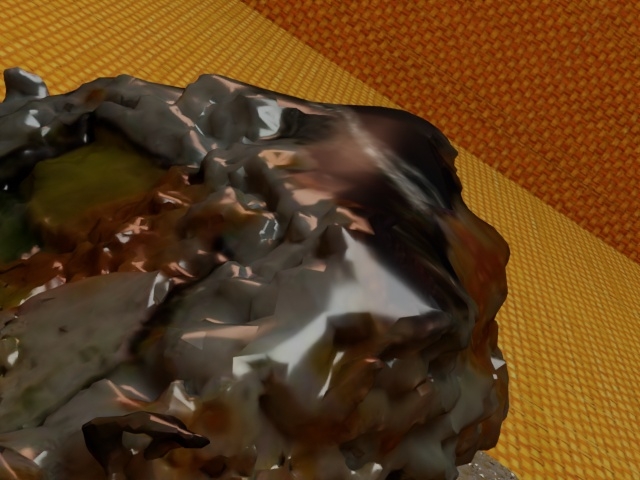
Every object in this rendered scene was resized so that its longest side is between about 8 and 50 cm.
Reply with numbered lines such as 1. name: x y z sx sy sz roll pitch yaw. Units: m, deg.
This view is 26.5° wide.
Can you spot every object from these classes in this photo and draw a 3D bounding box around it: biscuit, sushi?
1. biscuit: 0.150 0.230 1.266 0.152 0.020 0.152 30 17 -10
2. sushi: -0.112 0.055 0.680 0.417 0.176 0.417 -8 31 5
